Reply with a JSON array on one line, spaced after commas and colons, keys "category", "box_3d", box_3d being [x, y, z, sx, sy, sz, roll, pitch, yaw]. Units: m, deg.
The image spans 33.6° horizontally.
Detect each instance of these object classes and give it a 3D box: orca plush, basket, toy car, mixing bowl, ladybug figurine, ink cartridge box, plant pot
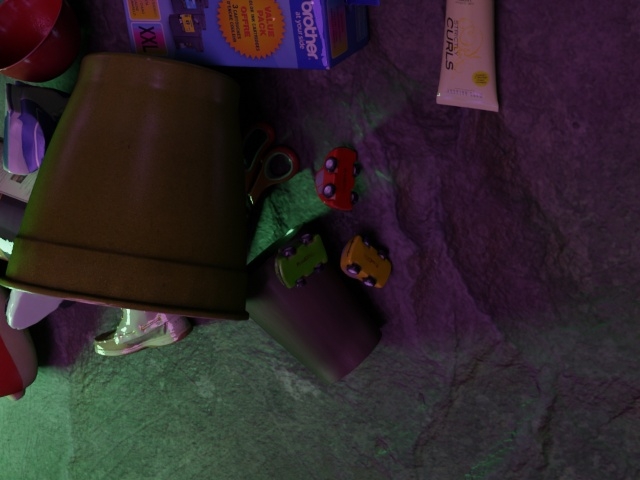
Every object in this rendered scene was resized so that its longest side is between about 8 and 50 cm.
[{"category": "orca plush", "box_3d": [-0.510, 0.031, 1.980, 0.102, 0.151, 0.287, 55, 129, 41]}, {"category": "basket", "box_3d": [-0.021, 0.111, 1.729, 0.227, 0.154, 0.204, 49, 137, -7]}, {"category": "toy car", "box_3d": [0.000, 0.000, 1.618, 0.053, 0.225, 0.239, 0, 116, 45]}, {"category": "mixing bowl", "box_3d": [-0.460, -0.328, 1.740, 0.181, 0.181, 0.098, -9, 149, 31]}, {"category": "ladybug figurine", "box_3d": [-0.732, 0.145, 2.091, 0.305, 0.162, 0.449, -18, 109, 48]}, {"category": "ink cartridge box", "box_3d": [-0.088, -0.389, 1.502, 0.395, 0.151, 0.270, 5, 117, 24]}, {"category": "plant pot", "box_3d": [-0.261, -0.083, 1.572, 0.366, 0.366, 0.353, 7, 88, 25]}]

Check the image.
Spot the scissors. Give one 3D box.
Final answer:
[{"category": "scissors", "box_3d": [-0.129, -0.070, 1.773, 0.109, 0.021, 0.297, 37, 128, 4]}]

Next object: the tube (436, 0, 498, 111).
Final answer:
[{"category": "tube", "box_3d": [0.205, -0.291, 1.452, 0.070, 0.062, 0.240, -131, 32, -51]}]

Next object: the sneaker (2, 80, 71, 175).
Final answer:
[{"category": "sneaker", "box_3d": [-0.414, -0.193, 1.718, 0.182, 0.315, 0.127, 3, 106, -12]}]

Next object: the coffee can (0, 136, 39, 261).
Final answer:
[{"category": "coffee can", "box_3d": [-0.490, -0.055, 1.797, 0.275, 0.201, 0.202, 19, 123, 29]}]

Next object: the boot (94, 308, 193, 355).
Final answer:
[{"category": "boot", "box_3d": [-0.354, 0.122, 1.956, 0.213, 0.077, 0.165, -14, 108, 28]}]
